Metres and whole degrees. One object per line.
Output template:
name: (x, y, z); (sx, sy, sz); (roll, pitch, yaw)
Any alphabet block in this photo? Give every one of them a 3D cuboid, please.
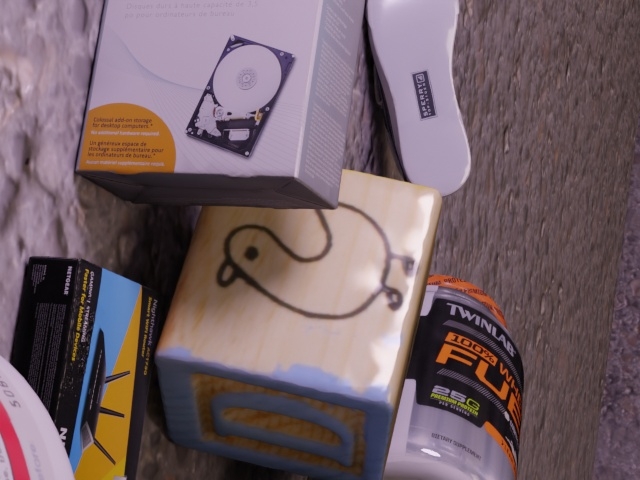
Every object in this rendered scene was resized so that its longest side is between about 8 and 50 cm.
alphabet block: (-0.015, 0.066, 1.170); (0.193, 0.192, 0.197); (96, 7, -61)

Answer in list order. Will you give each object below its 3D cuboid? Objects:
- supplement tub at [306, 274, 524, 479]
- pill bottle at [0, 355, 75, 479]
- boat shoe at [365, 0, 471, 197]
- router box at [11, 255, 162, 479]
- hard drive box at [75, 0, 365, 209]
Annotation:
supplement tub: (0.099, 0.180, 1.394); (0.316, 0.194, 0.193); (-74, 158, -56)
pill bottle: (-0.275, 0.114, 0.492); (0.408, 0.229, 0.229); (26, 68, -68)
boat shoe: (0.110, -0.198, 1.654); (0.102, 0.108, 0.301); (-169, -113, -79)
router box: (-0.171, 0.111, 1.018); (0.133, 0.046, 0.178); (34, 62, -67)
hard drive box: (-0.069, -0.146, 1.067); (0.089, 0.181, 0.232); (36, 59, -64)
